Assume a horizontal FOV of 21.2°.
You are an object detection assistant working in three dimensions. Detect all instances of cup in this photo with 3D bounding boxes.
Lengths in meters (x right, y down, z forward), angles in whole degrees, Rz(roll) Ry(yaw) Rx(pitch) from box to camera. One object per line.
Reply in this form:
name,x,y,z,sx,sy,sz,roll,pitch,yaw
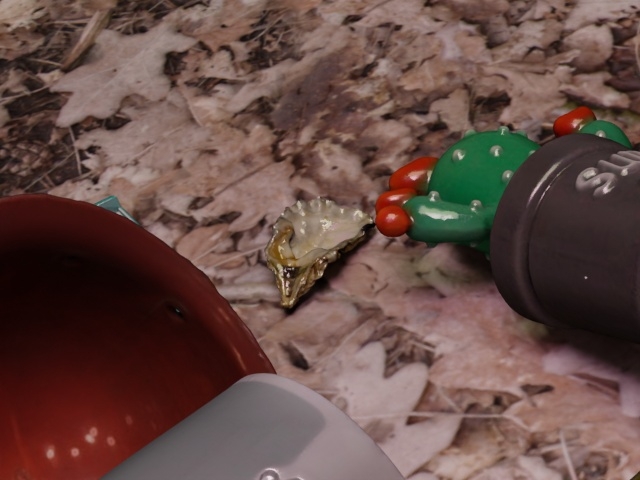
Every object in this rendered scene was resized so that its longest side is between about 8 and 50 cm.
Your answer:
cup,-0.063,0.314,1.211,0.274,0.356,0.259,-32,10,-28

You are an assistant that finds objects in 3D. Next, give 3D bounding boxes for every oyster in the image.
oyster,0.000,0.000,1.751,0.122,0.045,0.146,-20,34,-3

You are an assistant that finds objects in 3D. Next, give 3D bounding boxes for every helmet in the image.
helmet,-0.226,0.176,1.433,0.338,0.230,0.385,-29,86,-29

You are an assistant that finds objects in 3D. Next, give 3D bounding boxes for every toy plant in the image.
toy plant,0.232,-0.023,1.618,0.279,0.185,0.400,-41,31,-16

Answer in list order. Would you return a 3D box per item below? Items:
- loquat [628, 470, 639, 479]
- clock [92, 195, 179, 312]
loquat,0.310,0.230,1.329,0.195,0.152,0.152,2,38,-18
clock,-0.260,0.095,1.674,0.262,0.116,0.231,-27,38,-17
